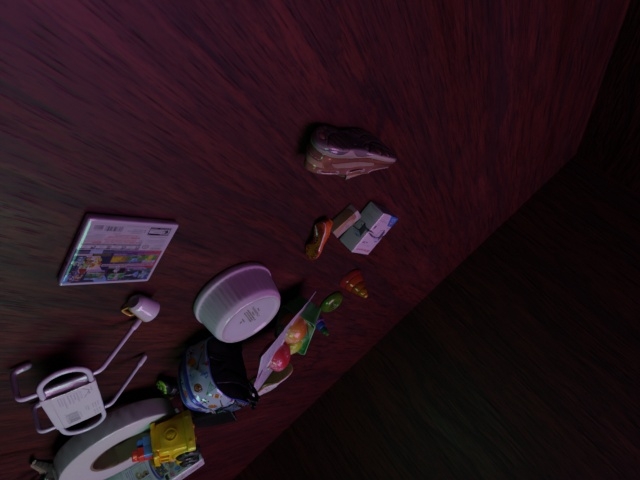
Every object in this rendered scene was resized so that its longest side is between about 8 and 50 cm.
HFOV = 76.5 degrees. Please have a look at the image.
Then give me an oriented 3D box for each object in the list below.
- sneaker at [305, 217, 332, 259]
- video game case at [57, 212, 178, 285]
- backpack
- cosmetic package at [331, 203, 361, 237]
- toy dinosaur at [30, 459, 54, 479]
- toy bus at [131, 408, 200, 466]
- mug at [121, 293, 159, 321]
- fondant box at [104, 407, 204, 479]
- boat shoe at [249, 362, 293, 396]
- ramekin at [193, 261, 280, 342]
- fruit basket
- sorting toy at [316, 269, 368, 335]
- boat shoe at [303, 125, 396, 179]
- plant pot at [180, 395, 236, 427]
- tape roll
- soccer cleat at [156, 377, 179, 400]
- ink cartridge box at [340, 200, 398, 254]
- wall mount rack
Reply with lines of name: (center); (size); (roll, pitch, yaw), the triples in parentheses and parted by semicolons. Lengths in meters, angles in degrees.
sneaker: (0.000, 0.000, 1.387); (0.067, 0.064, 0.175); (-27, 153, -46)
video game case: (-0.440, 0.023, 0.894); (0.201, 0.023, 0.183); (3, 129, -55)
backpack: (-0.365, 0.455, 1.390); (0.213, 0.276, 0.263); (-26, 148, -2)
cosmetic package: (0.082, -0.068, 1.414); (0.115, 0.041, 0.060); (-42, 153, 1)
toy dinosaur: (-0.905, 0.775, 1.334); (0.118, 0.064, 0.268); (-47, 155, -22)
toy bus: (-0.527, 0.700, 1.384); (0.211, 0.149, 0.220); (-9, 143, -25)
mug: (-0.464, 0.174, 1.041); (0.078, 0.062, 0.064); (-44, 145, -9)
fondant box: (-0.655, 0.852, 1.571); (0.330, 0.238, 0.096); (-26, 148, -27)
boat shoe: (-0.258, 0.693, 2.018); (0.277, 0.098, 0.096); (-29, 152, -4)
ramekin: (-0.250, 0.206, 1.287); (0.273, 0.127, 0.273); (-31, 150, -20)
fruit basket: (-0.149, 0.387, 1.557); (0.353, 0.165, 0.327); (-41, 159, -40)
sorting toy: (0.098, 0.305, 1.880); (0.365, 0.126, 0.127); (-52, 151, 18)
boat shoe: (0.080, -0.231, 1.113); (0.324, 0.123, 0.116); (-2, 140, -42)
plant pot: (-0.449, 0.632, 1.605); (0.167, 0.188, 0.187); (-18, 147, -14)
tape roll: (-0.684, 0.689, 1.386); (0.392, 0.072, 0.392); (-31, 151, -19)
soccer cleat: (-0.539, 0.520, 1.451); (0.072, 0.060, 0.179); (-36, 160, -31)
ink cartridge box: (0.184, -0.044, 1.538); (0.191, 0.082, 0.139); (-53, 151, 17)
wall mount rack: (-0.603, 0.361, 1.069); (0.304, 0.130, 0.350); (-18, 144, -32)
